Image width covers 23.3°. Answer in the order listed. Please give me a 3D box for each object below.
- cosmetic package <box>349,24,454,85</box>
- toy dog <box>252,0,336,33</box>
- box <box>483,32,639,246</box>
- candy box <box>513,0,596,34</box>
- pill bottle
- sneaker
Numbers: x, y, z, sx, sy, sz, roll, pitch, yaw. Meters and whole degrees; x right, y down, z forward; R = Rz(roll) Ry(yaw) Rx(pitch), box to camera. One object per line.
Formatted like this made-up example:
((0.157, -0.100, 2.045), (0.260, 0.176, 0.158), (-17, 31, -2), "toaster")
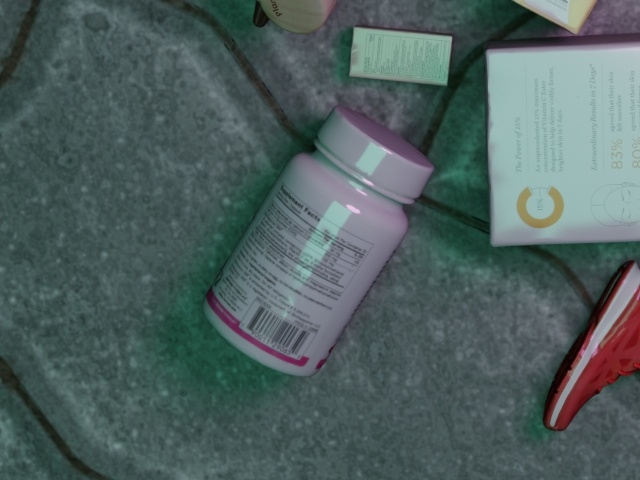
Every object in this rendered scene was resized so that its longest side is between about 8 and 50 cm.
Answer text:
((0.093, -0.213, 1.783), (0.115, 0.041, 0.060), (8, 102, 5), "cosmetic package")
((-0.108, -0.354, 1.723), (0.334, 0.220, 0.161), (53, 134, 3), "toy dog")
((0.355, -0.117, 1.706), (0.345, 0.168, 0.215), (-2, 101, 6), "box")
((0.312, -0.380, 1.652), (0.087, 0.183, 0.316), (29, 103, 0), "candy box")
((0.000, 0.000, 1.775), (0.160, 0.160, 0.283), (33, 103, 0), "pill bottle")
((0.356, 0.146, 1.800), (0.128, 0.087, 0.221), (28, 104, 2), "sneaker")
